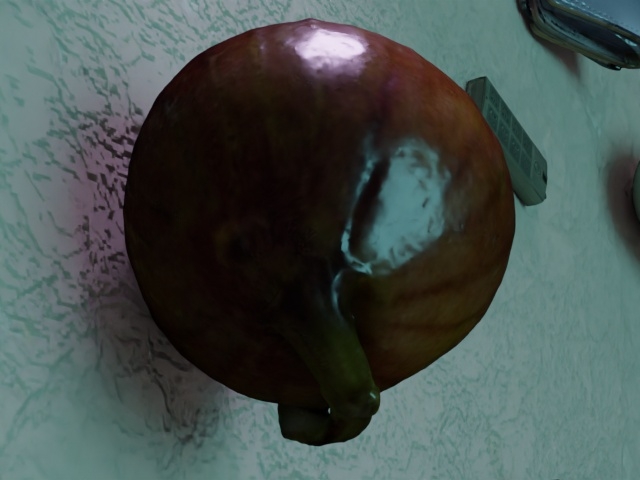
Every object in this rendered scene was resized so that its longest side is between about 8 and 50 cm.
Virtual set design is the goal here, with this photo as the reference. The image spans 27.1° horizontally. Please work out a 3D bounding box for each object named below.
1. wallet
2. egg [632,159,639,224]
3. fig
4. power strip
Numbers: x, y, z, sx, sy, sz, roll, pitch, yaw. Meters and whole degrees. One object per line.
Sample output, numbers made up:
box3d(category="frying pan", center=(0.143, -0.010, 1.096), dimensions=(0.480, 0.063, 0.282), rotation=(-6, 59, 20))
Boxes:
box3d(category="wallet", center=(0.247, -0.281, 1.275), dimensions=(0.170, 0.069, 0.230), rotation=(21, 55, -33))
box3d(category="egg", center=(0.388, -0.046, 1.318), dimensions=(0.209, 0.151, 0.151), rotation=(5, 73, -51))
box3d(category="fig", center=(0.000, -0.001, 0.640), dimensions=(0.205, 0.205, 0.205), rotation=(29, 53, -49))
box3d(category="power strip", center=(0.156, -0.076, 1.090), dimensions=(0.136, 0.019, 0.051), rotation=(47, 39, -37))
